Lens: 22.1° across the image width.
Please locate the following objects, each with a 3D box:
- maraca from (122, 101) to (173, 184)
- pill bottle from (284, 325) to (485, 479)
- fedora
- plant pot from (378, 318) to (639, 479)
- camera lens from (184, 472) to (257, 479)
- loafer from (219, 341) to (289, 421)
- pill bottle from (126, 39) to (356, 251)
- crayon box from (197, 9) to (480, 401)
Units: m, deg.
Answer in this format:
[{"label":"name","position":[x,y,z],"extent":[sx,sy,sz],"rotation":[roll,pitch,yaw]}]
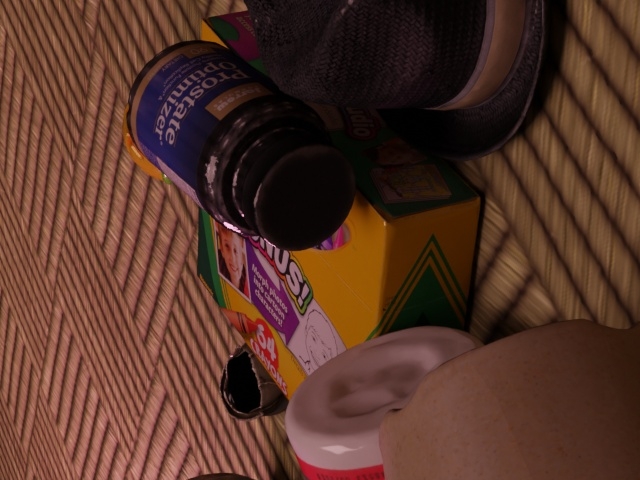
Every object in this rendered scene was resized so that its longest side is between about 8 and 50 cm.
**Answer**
[{"label":"maraca","position":[-0.174,-0.133,1.867],"extent":[0.186,0.099,0.127],"rotation":[-96,6,-73]},{"label":"pill bottle","position":[0.102,0.246,1.351],"extent":[0.176,0.176,0.319],"rotation":[23,138,61]},{"label":"fedora","position":[0.036,-0.195,1.275],"extent":[0.334,0.152,0.334],"rotation":[46,145,47]},{"label":"plant pot","position":[0.179,0.233,1.075],"extent":[0.334,0.333,0.305],"rotation":[111,148,-55]},{"label":"camera lens","position":[-0.103,0.425,1.902],"extent":[0.274,0.219,0.219],"rotation":[52,148,42]},{"label":"loafer","position":[-0.076,0.149,1.829],"extent":[0.094,0.087,0.251],"rotation":[69,156,12]},{"label":"pill bottle","position":[-0.065,-0.078,1.367],"extent":[0.219,0.122,0.123],"rotation":[39,139,49]},{"label":"crayon box","position":[0.000,0.000,1.539],"extent":[0.363,0.106,0.313],"rotation":[49,147,44]}]
